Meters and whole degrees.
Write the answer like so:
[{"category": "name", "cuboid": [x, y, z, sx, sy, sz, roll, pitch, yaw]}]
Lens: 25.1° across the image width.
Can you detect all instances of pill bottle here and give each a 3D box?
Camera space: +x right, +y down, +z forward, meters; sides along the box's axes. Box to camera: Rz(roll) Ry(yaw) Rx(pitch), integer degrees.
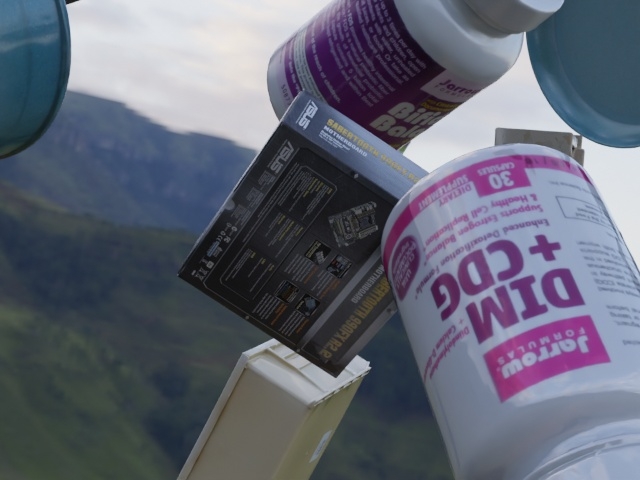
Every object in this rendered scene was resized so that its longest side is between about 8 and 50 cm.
[{"category": "pill bottle", "cuboid": [0.096, -0.205, 1.453, 0.169, 0.169, 0.301, 16, -35, -36]}, {"category": "pill bottle", "cuboid": [0.147, 0.087, 0.920, 0.160, 0.283, 0.160, -10, -42, -9]}]

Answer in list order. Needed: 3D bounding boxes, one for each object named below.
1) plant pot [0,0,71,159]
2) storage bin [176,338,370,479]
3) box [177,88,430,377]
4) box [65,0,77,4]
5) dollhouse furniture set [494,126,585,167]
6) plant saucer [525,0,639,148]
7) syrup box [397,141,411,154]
[{"category": "plant pot", "cuboid": [-0.404, -0.168, 1.251, 0.272, 0.271, 0.255, 8, 22, 30]}, {"category": "storage bin", "cuboid": [-0.066, 0.274, 2.067, 0.123, 0.262, 0.260, 32, 17, 15]}, {"category": "box", "cuboid": [0.000, 0.000, 1.287, 0.183, 0.056, 0.231, 33, -47, -5]}, {"category": "box", "cuboid": [-0.342, -0.418, 2.024, 0.207, 0.108, 0.153, -23, -11, -27]}, {"category": "dollhouse furniture set", "cuboid": [0.366, -0.009, 1.357, 0.394, 0.362, 0.256, 5, 3, 12]}, {"category": "plant saucer", "cuboid": [0.405, -0.283, 1.927, 0.044, 0.317, 0.318, -14, 11, -38]}, {"category": "syrup box", "cuboid": [0.049, -0.123, 1.774, 0.096, 0.093, 0.237, 31, 12, -4]}]
